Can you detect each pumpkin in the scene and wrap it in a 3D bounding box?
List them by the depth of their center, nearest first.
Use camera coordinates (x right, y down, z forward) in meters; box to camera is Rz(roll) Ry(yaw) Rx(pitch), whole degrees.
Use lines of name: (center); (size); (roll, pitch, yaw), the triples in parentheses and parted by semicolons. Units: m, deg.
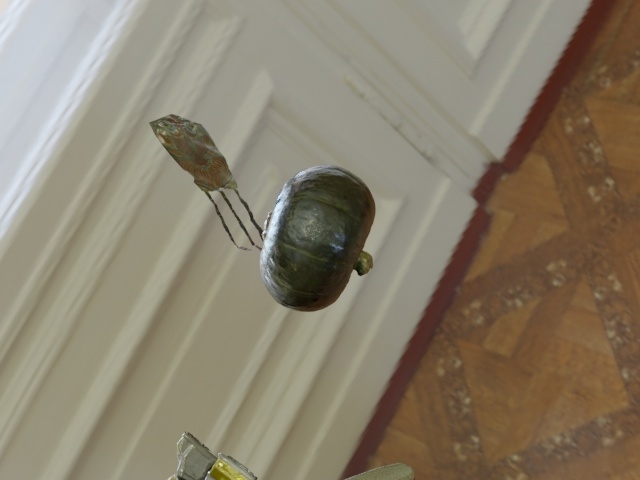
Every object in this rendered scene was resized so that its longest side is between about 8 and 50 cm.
pumpkin: (-0.003, -0.002, 1.308); (0.167, 0.125, 0.167); (-175, 90, -81)

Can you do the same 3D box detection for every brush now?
brush: (-0.014, 0.361, 1.645); (0.085, 0.337, 0.020); (34, 130, 54)

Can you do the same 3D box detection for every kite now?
kite: (-0.135, -0.070, 1.513); (0.016, 0.127, 0.229); (-42, 71, 27)

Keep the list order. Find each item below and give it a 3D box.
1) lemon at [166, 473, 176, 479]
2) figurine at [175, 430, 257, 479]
lemon: (-0.245, 0.459, 2.152); (0.082, 0.111, 0.082); (14, 113, 38)
figurine: (-0.223, 0.440, 1.770); (0.308, 0.143, 0.308); (-41, 23, 21)
